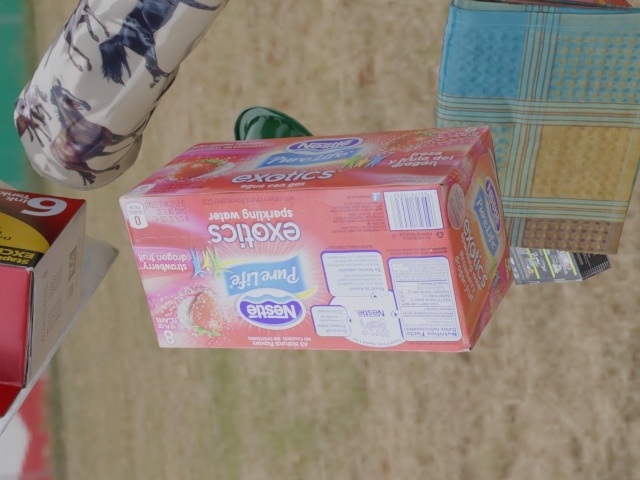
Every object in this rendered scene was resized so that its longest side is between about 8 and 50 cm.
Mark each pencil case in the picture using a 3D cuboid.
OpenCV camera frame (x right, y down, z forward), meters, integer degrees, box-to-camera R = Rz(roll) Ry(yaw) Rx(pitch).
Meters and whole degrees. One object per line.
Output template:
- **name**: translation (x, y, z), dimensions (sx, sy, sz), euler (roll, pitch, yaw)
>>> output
- **pencil case**: translation (-0.203, -0.245, 1.477), dimensions (0.410, 0.160, 0.183), euler (-50, 10, 38)

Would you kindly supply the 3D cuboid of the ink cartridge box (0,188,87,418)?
- **ink cartridge box**: translation (-0.407, 0.037, 1.244), dimensions (0.272, 0.309, 0.130), euler (-81, -2, -70)

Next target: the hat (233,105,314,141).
- **hat**: translation (-0.089, -0.049, 1.779), dimensions (0.208, 0.183, 0.173), euler (52, 147, -16)

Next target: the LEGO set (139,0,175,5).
- **LEGO set**: translation (-0.226, -0.280, 1.053), dimensions (0.192, 0.331, 0.255), euler (-63, 28, 9)

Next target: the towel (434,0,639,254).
- **towel**: translation (0.277, -0.139, 1.638), dimensions (0.040, 0.271, 0.370), euler (-82, -3, -50)

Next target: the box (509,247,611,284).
- **box**: translation (0.330, -0.066, 2.033), dimensions (0.270, 0.060, 0.216), euler (68, 160, -3)

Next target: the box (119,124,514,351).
- **box**: translation (0.000, 0.000, 1.130), dimensions (0.142, 0.300, 0.154), euler (-45, -52, -56)

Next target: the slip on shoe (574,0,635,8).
- **slip on shoe**: translation (0.359, -0.302, 1.782), dimensions (0.331, 0.101, 0.123), euler (40, 113, 16)

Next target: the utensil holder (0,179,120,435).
- **utensil holder**: translation (-0.499, 0.044, 1.638), dimensions (0.327, 0.385, 0.327), euler (-55, 7, 10)
